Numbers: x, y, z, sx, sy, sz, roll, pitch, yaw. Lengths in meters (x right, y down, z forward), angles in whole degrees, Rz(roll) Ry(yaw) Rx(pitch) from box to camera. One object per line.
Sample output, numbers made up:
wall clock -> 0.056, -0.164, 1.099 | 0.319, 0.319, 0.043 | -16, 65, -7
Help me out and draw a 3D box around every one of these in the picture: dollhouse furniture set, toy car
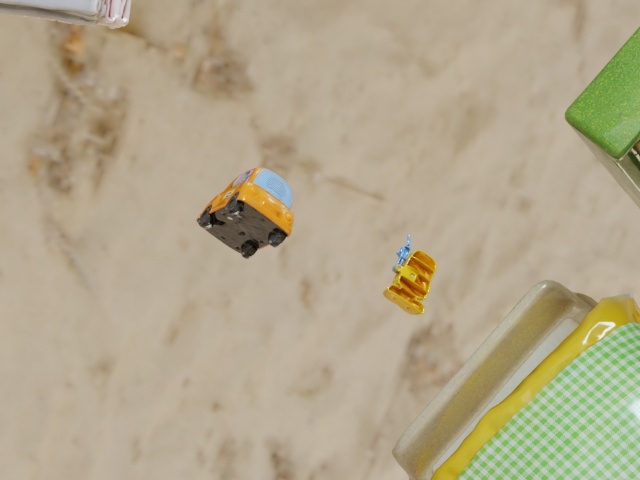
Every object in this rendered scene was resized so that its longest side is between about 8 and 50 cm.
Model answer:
dollhouse furniture set -> 0.176, 0.058, 1.009 | 0.301, 0.197, 0.151 | -49, 150, -1
toy car -> 0.000, 0.000, 1.011 | 0.040, 0.122, 0.060 | -63, -178, -25

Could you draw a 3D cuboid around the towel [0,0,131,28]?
towel -> -0.305, -0.388, 2.060 | 0.053, 0.331, 0.317 | 3, 95, -50
